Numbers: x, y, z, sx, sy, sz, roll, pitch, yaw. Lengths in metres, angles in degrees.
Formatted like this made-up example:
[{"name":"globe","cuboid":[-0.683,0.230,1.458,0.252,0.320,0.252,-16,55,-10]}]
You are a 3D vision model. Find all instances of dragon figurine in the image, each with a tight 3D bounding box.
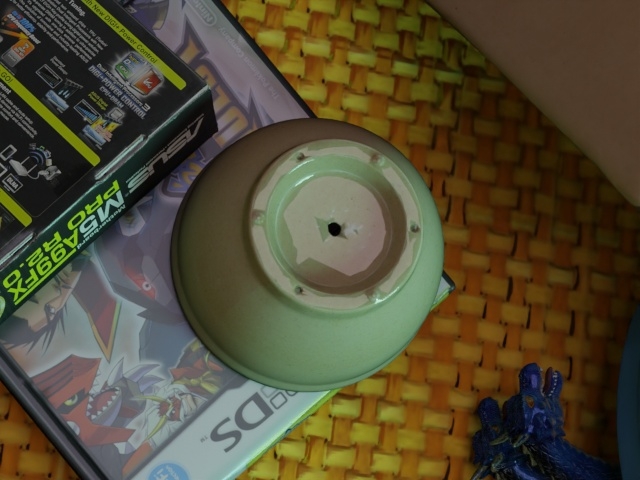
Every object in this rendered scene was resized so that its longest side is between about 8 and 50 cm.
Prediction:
[{"name":"dragon figurine","cuboid":[0.181,0.217,0.952,0.144,0.085,0.289,-8,80,-16]}]

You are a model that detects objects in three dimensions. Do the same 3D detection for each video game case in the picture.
[{"name":"video game case","cuboid":[-0.097,0.002,0.923,0.248,0.035,0.275,-39,89,-14]}]

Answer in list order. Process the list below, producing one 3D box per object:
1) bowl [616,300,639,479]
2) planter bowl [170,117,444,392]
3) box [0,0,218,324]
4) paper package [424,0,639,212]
[{"name":"bowl","cuboid":[0.351,0.147,0.965,0.391,0.077,0.391,13,63,-25]},{"name":"planter bowl","cuboid":[0.000,0.000,0.866,0.162,0.109,0.162,2,79,-10]},{"name":"box","cuboid":[-0.228,-0.090,0.875,0.270,0.060,0.216,42,73,15]},{"name":"paper package","cuboid":[0.225,-0.211,0.879,0.168,0.325,0.309,11,31,-48]}]
